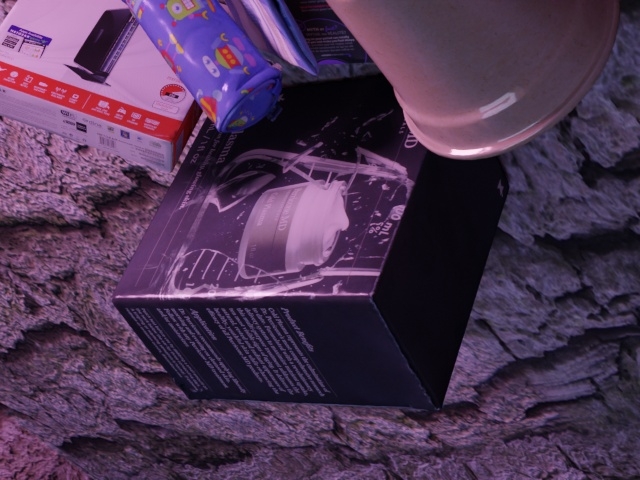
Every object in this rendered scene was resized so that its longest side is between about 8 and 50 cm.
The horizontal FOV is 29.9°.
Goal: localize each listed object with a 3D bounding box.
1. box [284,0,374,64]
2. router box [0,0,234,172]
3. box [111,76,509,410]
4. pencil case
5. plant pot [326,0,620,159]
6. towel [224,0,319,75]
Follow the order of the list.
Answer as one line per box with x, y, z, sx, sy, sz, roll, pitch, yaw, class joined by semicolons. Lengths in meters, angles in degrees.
0.022;-0.395;1.699;0.165;0.143;0.270;2;141;27;box
-0.334;-0.290;1.898;0.336;0.301;0.082;18;146;4;router box
0.000;0.000;1.949;0.472;0.479;0.297;-1;138;29;box
-0.176;-0.303;1.799;0.306;0.133;0.119;53;176;12;pencil case
0.154;-0.320;1.513;0.334;0.333;0.305;-12;145;39;plant pot
-0.100;-0.347;1.756;0.209;0.034;0.285;58;173;-26;towel
